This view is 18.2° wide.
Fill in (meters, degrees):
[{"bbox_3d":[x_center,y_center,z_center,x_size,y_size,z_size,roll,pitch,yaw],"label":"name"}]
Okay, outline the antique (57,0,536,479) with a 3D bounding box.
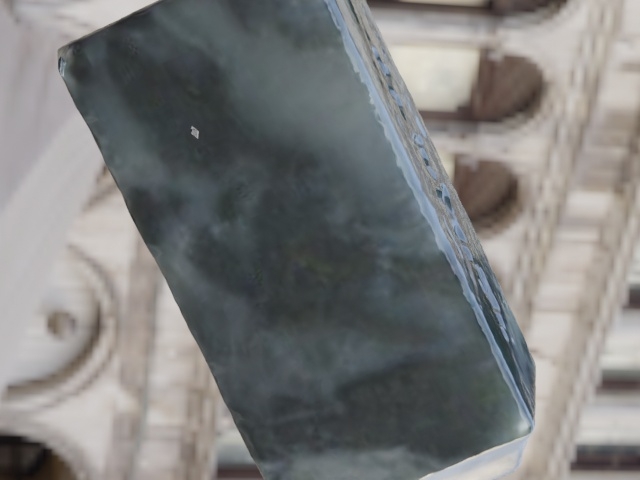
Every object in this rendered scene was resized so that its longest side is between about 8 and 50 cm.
[{"bbox_3d":[0.000,0.000,0.640,0.183,0.086,0.088,64,11,-8],"label":"antique"}]
